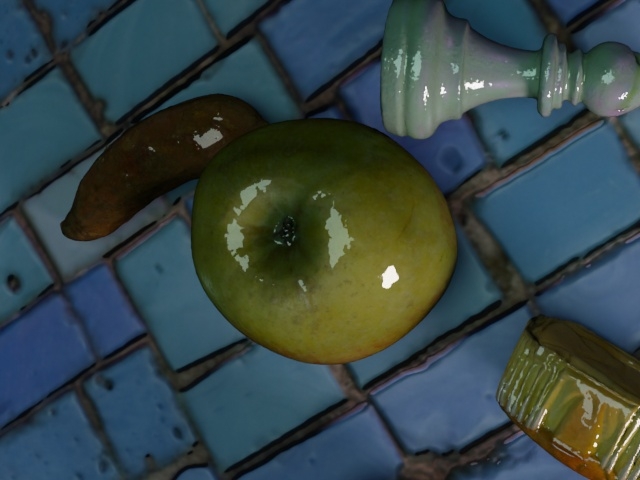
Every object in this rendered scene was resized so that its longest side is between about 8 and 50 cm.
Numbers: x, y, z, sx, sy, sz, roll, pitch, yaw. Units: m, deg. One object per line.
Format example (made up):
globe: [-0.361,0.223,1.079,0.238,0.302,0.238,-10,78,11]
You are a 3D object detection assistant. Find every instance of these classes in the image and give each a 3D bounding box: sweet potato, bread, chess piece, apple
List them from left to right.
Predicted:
sweet potato: [-0.184,-0.081,1.315,0.292,0.097,0.097,-25,85,25]
apple: [0.000,0.000,1.193,0.261,0.194,0.260,1,93,20]
chess piece: [0.197,-0.158,1.153,0.272,0.139,0.139,4,96,10]
bread: [0.257,0.160,1.139,0.191,0.132,0.114,28,105,19]
